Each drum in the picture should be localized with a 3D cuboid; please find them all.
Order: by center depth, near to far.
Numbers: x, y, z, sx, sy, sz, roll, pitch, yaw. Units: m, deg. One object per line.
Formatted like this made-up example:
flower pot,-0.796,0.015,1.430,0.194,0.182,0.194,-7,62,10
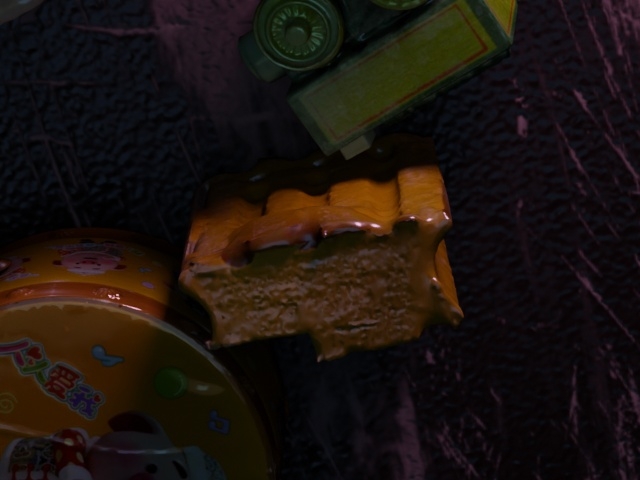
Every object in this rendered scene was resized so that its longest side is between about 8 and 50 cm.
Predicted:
drum,-0.243,0.207,1.966,0.431,0.214,0.431,0,110,1

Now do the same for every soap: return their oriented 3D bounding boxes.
soap,0.000,0.000,1.859,0.259,0.281,0.143,-9,111,4

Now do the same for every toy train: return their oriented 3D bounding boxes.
toy train,0.059,-0.214,1.837,0.272,0.159,0.188,-29,108,20

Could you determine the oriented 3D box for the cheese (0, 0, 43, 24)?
cheese,-0.324,-0.363,1.786,0.292,0.153,0.332,-12,106,-3
